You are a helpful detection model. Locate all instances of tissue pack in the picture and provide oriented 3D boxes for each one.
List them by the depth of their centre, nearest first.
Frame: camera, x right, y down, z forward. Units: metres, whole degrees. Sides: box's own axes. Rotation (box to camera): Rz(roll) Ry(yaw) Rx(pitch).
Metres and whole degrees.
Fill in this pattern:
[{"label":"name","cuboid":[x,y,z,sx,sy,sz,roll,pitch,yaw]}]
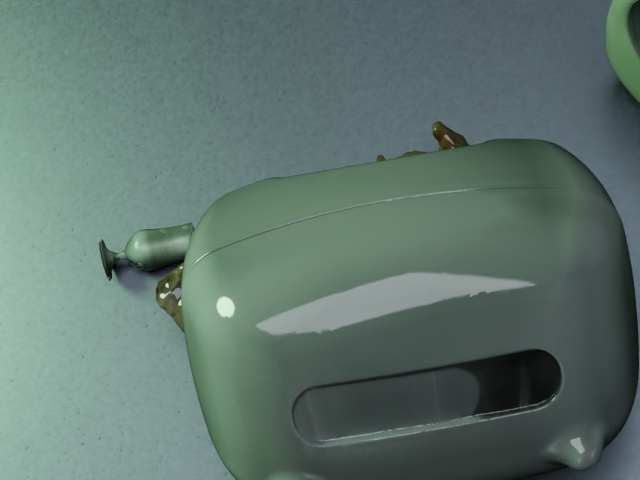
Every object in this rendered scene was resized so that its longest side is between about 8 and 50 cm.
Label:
[{"label":"tissue pack","cuboid":[0.068,0.068,1.363,0.333,0.229,0.236,-10,29,1]}]

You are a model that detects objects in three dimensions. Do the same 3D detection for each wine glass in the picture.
[{"label":"wine glass","cuboid":[-0.143,0.008,1.545,0.083,0.042,0.039,-11,64,2]}]

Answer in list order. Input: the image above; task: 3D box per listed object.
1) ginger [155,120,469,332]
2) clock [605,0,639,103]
[{"label":"ginger","cuboid":[0.002,-0.001,1.519,0.290,0.084,0.122,-19,93,-2]},{"label":"clock","cuboid":[0.345,-0.138,1.382,0.265,0.324,0.108,42,81,17]}]
